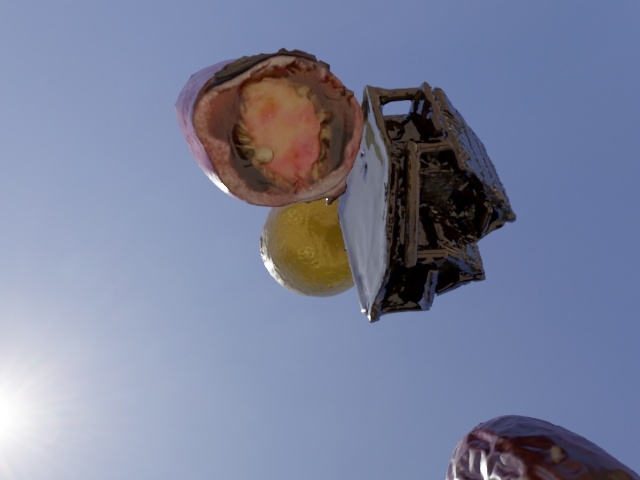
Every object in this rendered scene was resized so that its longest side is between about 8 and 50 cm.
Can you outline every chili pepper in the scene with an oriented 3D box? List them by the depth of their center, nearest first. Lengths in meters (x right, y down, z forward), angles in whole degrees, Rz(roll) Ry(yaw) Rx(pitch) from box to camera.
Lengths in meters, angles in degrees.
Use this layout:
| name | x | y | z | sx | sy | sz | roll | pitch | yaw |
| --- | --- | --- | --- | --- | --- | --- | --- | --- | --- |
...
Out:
| name | x | y | z | sx | sy | sz | roll | pitch | yaw |
| --- | --- | --- | --- | --- | --- | --- | --- | --- | --- |
| chili pepper | -0.092 | -0.198 | 0.866 | 0.251 | 0.229 | 0.305 | -19 | -149 | -12 |

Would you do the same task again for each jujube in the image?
| name | x | y | z | sx | sy | sz | roll | pitch | yaw |
| --- | --- | --- | --- | --- | --- | --- | --- | --- | --- |
| jujube | 0.280 | 0.336 | 0.683 | 0.222 | 0.318 | 0.223 | 2 | -102 | -8 |

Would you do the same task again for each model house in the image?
| name | x | y | z | sx | sy | sz | roll | pitch | yaw |
| --- | --- | --- | --- | --- | --- | --- | --- | --- | --- |
| model house | 0.203 | -0.061 | 0.918 | 0.282 | 0.297 | 0.317 | -2 | -123 | -18 |

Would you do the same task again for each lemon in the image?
| name | x | y | z | sx | sy | sz | roll | pitch | yaw |
| --- | --- | --- | --- | --- | --- | --- | --- | --- | --- |
| lemon | -0.001 | 0.000 | 1.299 | 0.292 | 0.293 | 0.293 | 3 | -110 | -9 |
